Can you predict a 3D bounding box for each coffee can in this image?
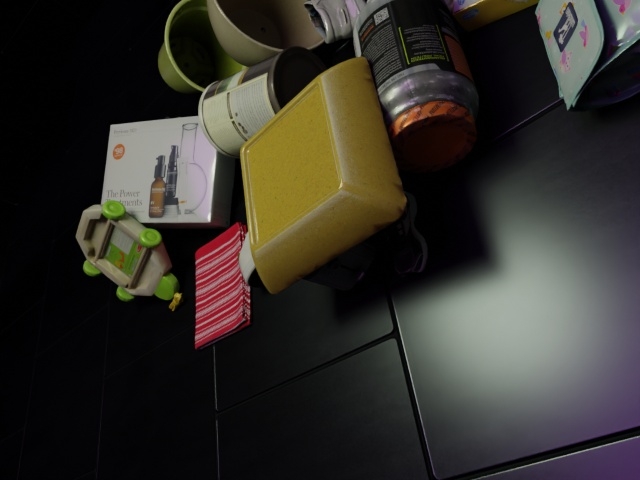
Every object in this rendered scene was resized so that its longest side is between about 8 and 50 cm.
[{"bbox_3d":[-0.129,-0.317,1.292,0.276,0.202,0.201,-6,67,43],"label":"coffee can"}]

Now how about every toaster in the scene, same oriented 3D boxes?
[{"bbox_3d":[0.000,0.000,1.052,0.129,0.147,0.227,-54,44,9],"label":"toaster"}]

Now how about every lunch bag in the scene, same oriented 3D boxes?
[{"bbox_3d":[0.440,-0.336,0.777,0.262,0.160,0.223,-33,53,44],"label":"lunch bag"}]

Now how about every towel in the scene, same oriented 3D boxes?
[{"bbox_3d":[-0.245,0.107,1.329,0.199,0.031,0.274,-30,52,33],"label":"towel"}]

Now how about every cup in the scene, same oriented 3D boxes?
[{"bbox_3d":[-0.148,-0.573,1.390,0.237,0.331,0.330,152,131,-63],"label":"cup"}]

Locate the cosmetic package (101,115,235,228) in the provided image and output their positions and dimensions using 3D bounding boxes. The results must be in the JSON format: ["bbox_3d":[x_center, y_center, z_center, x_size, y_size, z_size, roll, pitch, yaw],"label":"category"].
[{"bbox_3d":[-0.412,-0.178,1.465,0.378,0.097,0.284,0,80,25],"label":"cosmetic package"}]

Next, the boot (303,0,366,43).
[{"bbox_3d":[0.015,-0.585,1.284,0.124,0.095,0.258,-21,73,-9],"label":"boot"}]

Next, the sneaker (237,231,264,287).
[{"bbox_3d":[-0.097,-0.040,1.196,0.290,0.106,0.123,-51,46,16],"label":"sneaker"}]

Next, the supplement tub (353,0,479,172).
[{"bbox_3d":[0.171,-0.291,0.990,0.194,0.194,0.315,-29,52,33],"label":"supplement tub"}]

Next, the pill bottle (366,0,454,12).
[{"bbox_3d":[0.185,-0.502,1.134,0.187,0.112,0.111,8,76,56],"label":"pill bottle"}]

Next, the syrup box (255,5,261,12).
[{"bbox_3d":[-0.158,-0.726,1.599,0.093,0.096,0.236,-38,47,25],"label":"syrup box"}]

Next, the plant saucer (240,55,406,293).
[{"bbox_3d":[-0.033,-0.119,0.947,0.333,0.081,0.332,-34,55,37],"label":"plant saucer"}]

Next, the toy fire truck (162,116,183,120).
[{"bbox_3d":[-0.423,-0.211,1.596,0.217,0.159,0.246,-40,68,31],"label":"toy fire truck"}]

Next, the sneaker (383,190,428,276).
[{"bbox_3d":[0.135,-0.019,0.979,0.072,0.077,0.178,-31,52,32],"label":"sneaker"}]

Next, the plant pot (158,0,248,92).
[{"bbox_3d":[-0.360,-0.549,1.618,0.254,0.276,0.275,5,74,58],"label":"plant pot"}]

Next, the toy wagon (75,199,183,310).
[{"bbox_3d":[-0.499,0.056,1.457,0.267,0.344,0.068,-53,0,39],"label":"toy wagon"}]

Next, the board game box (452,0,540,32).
[{"bbox_3d":[0.399,-0.548,0.985,0.317,0.064,0.242,-10,64,42],"label":"board game box"}]
